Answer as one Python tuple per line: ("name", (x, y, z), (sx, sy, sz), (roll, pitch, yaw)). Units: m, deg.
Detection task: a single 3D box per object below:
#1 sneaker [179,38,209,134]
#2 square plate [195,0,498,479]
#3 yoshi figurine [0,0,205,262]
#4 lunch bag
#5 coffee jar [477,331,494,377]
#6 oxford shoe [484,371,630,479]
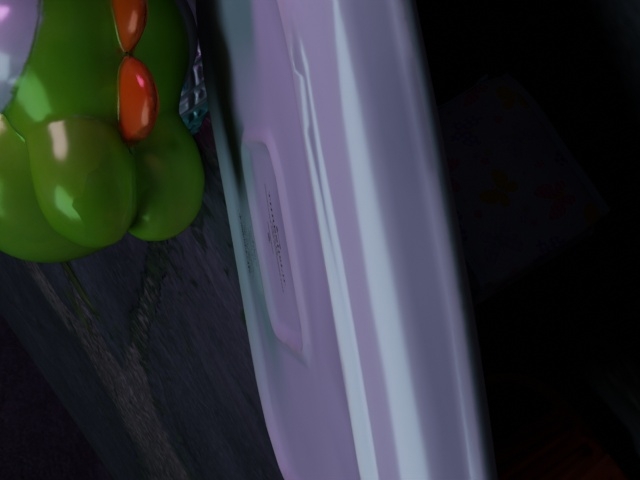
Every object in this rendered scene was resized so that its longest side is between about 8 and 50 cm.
("sneaker", (-0.121, -0.149, 1.273), (0.076, 0.065, 0.166), (-113, 1, -74))
("square plate", (0.000, 0.000, 0.853), (0.344, 0.049, 0.347), (-162, 62, -78))
("yoshi figurine", (-0.163, -0.139, 0.993), (0.203, 0.203, 0.362), (62, -170, -67))
("lunch bag", (0.074, -0.024, 0.821), (0.083, 0.071, 0.053), (57, 168, 9))
("coffee jar", (0.071, 0.140, 1.080), (0.079, 0.096, 0.184), (1, 133, 20))
("oxford shoe", (0.160, 0.183, 0.926), (0.271, 0.097, 0.098), (58, -177, 34))
